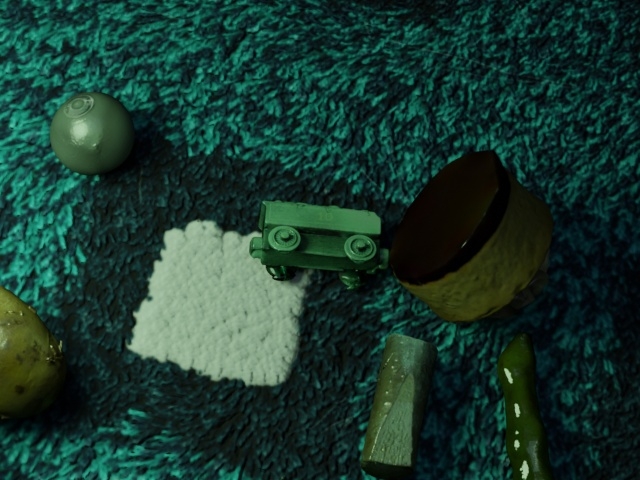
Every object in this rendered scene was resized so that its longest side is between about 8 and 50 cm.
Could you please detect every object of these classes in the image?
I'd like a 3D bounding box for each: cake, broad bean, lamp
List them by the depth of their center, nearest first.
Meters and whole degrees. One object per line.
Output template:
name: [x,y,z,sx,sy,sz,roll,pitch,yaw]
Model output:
broad bean: [0.240,0.219,1.733,0.053,0.052,0.256,27,49,-41]
cake: [0.203,0.018,1.759,0.178,0.207,0.185,34,59,-20]
lamp: [-0.280,-0.132,1.818,0.105,0.105,0.105,3,63,-5]

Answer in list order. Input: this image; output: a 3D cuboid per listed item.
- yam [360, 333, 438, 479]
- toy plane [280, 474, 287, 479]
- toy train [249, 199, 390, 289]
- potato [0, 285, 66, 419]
yam: [0.091,0.190,1.716,0.068,0.068,0.169,14,61,0]
toy plane: [0.013,0.318,1.621,0.326,0.104,0.223,25,36,10]
toy train: [0.000,0.000,1.806,0.172,0.070,0.099,6,52,-4]
potato: [-0.368,0.124,1.664,0.176,0.137,0.137,31,64,11]
